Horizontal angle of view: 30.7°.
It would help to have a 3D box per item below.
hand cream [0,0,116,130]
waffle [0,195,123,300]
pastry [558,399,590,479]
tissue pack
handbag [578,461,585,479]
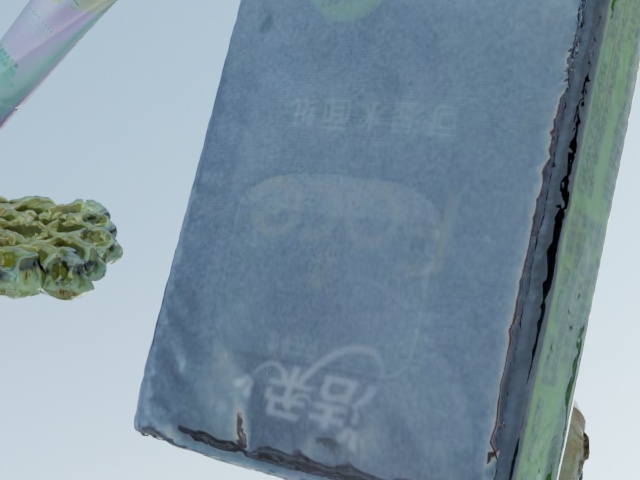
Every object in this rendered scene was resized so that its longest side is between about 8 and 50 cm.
[{"bbox_3d":[-0.247,-0.175,1.020,0.174,0.076,0.047,-46,-22,14],"label":"hand cream"},{"bbox_3d":[-0.289,0.008,1.043,0.223,0.204,0.054,3,-72,-6],"label":"waffle"},{"bbox_3d":[0.221,0.250,1.316,0.100,0.229,0.218,13,-61,-9],"label":"pastry"},{"bbox_3d":[0.050,-0.027,0.789,0.124,0.288,0.394,23,-102,-53],"label":"tissue pack"},{"bbox_3d":[0.213,0.226,1.669,0.160,0.358,0.236,-20,-30,-18],"label":"handbag"}]
